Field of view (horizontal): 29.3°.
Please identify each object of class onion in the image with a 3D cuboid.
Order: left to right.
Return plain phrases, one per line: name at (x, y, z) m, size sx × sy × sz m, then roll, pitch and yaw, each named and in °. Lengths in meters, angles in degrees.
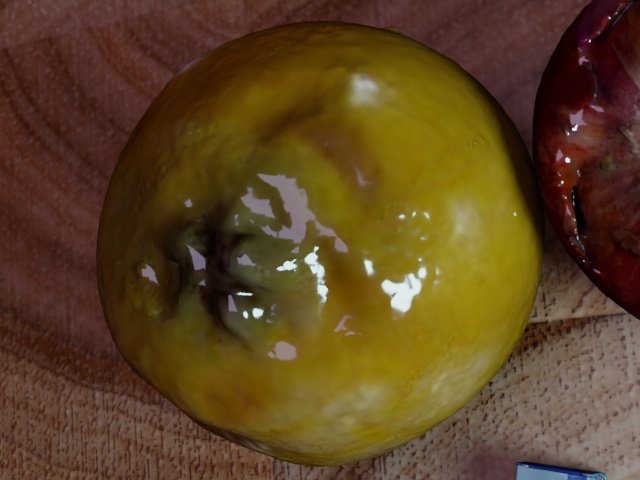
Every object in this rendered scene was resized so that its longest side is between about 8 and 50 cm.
onion at (0.276, -0.063, 0.807) m, size 0.276 × 0.276 × 0.276 m, roll -4°, pitch 81°, yaw 24°

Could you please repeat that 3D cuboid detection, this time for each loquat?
loquat at (0.000, 0.000, 0.888) m, size 0.328 × 0.328 × 0.329 m, roll -4°, pitch 81°, yaw 24°

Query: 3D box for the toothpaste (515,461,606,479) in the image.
toothpaste at (0.165, 0.304, 0.906) m, size 0.066 × 0.053 × 0.272 m, roll 5°, pitch 85°, yaw 25°
